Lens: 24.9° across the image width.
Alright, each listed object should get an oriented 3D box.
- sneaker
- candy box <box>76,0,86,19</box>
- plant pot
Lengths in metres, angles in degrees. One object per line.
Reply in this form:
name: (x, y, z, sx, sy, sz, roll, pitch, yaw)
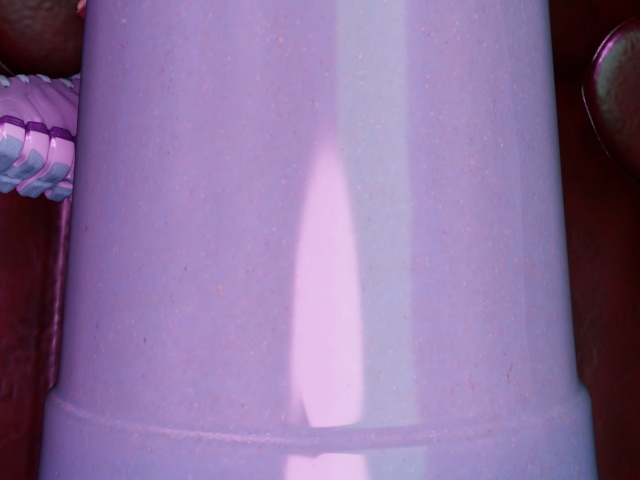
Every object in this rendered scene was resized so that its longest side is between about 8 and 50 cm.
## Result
sneaker: (-0.176, -0.081, 0.931, 0.224, 0.083, 0.098, 18, 66, -35)
candy box: (-0.008, -0.240, 1.019, 0.183, 0.087, 0.316, 35, 70, -19)
plant pot: (0.000, 0.000, 0.820, 0.341, 0.341, 0.334, -2, 95, -27)
